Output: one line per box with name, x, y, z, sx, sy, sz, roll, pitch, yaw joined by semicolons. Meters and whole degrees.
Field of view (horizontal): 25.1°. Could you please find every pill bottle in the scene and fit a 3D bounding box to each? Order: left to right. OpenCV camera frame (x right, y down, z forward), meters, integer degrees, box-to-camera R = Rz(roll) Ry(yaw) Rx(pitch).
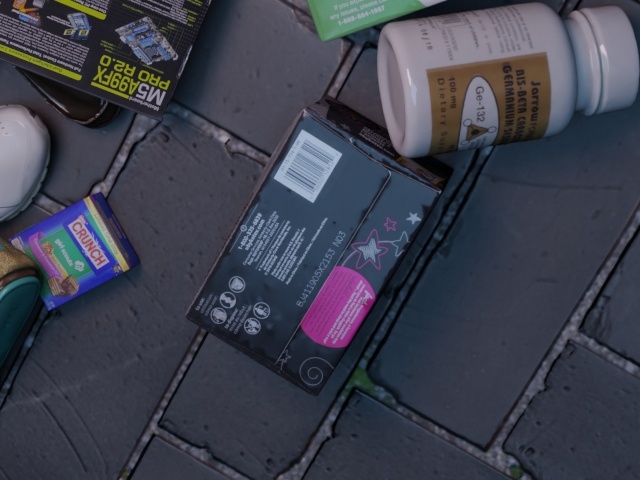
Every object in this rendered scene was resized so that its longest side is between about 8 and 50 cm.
pill bottle;0.178;-0.158;1.369;0.229;0.131;0.131;-9;101;-7

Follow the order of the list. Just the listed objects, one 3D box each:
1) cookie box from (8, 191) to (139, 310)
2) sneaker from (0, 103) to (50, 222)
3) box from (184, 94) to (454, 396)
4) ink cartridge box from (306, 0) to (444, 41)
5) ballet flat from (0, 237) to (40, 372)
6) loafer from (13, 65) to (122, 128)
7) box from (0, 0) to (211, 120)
cookie box;-0.265;0.011;1.549;0.107;0.040;0.092;-27;96;14
sneaker;-0.407;-0.034;1.519;0.297;0.129;0.111;-38;92;14
box;0.000;0.000;1.450;0.163;0.142;0.247;31;105;3
ink cartridge box;0.056;-0.361;1.368;0.211;0.121;0.289;-18;99;14
ballet flat;-0.407;0.139;1.568;0.123;0.123;0.349;28;114;2
loafer;-0.297;-0.200;1.487;0.080;0.078;0.220;-43;93;16
box;-0.241;-0.265;1.405;0.270;0.060;0.216;20;100;-22
